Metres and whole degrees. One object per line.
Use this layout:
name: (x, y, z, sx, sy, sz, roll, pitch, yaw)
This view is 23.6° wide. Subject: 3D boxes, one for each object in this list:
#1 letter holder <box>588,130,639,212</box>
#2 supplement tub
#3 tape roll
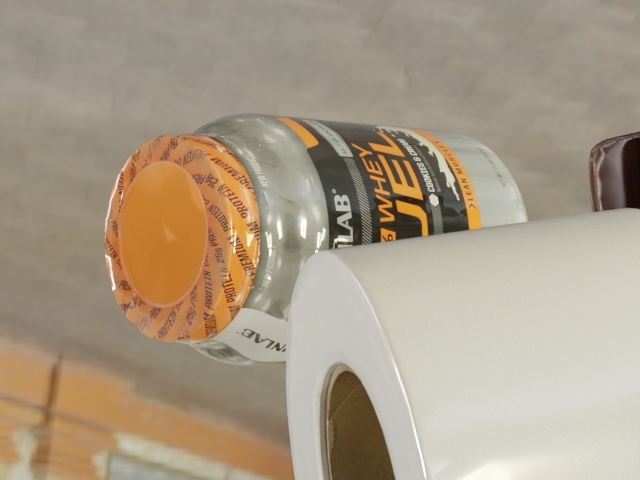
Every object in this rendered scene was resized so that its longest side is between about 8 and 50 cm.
letter holder: (0.361, 0.033, 1.306, 0.214, 0.302, 0.152, -13, 176, 1)
supplement tub: (0.000, 0.000, 1.211, 0.316, 0.194, 0.193, 0, 171, -43)
tape roll: (0.095, 0.113, 0.764, 0.169, 0.246, 0.246, -9, 166, -15)
